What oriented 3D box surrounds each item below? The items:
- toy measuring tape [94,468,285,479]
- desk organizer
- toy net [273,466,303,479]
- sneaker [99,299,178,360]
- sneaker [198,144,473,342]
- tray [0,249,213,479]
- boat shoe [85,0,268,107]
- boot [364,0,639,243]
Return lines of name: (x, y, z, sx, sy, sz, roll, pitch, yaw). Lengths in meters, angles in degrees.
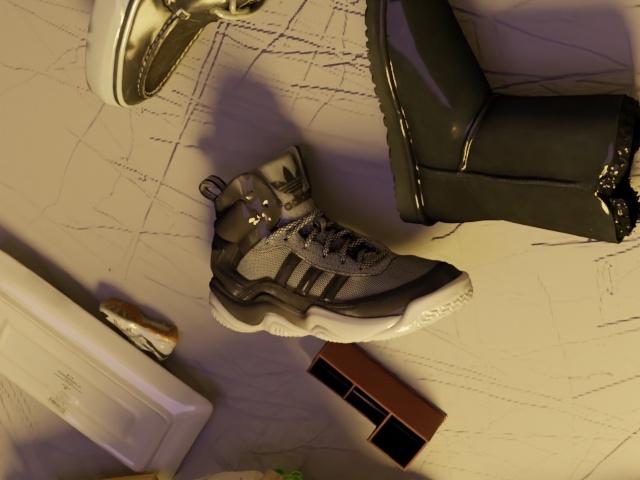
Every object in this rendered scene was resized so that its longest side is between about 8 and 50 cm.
toy measuring tape: (-0.164, 0.290, 1.638, 0.330, 0.121, 0.121, -11, 107, 29)
desk organizer: (0.046, 0.146, 1.531, 0.130, 0.050, 0.047, 38, 120, 4)
toy net: (0.010, 0.326, 1.632, 0.122, 0.045, 0.232, -44, 94, 9)
sneaker: (-0.178, 0.088, 1.610, 0.083, 0.032, 0.037, 28, 119, 10)
sneaker: (0.000, 0.000, 1.441, 0.268, 0.101, 0.153, 0, 111, 38)
tray: (-0.241, 0.131, 1.641, 0.270, 0.030, 0.145, 36, 132, 5)
boat shoe: (-0.087, -0.234, 1.384, 0.119, 0.121, 0.335, 35, 118, 10)
boot: (0.154, -0.114, 1.350, 0.207, 0.094, 0.246, 3, 119, 25)
